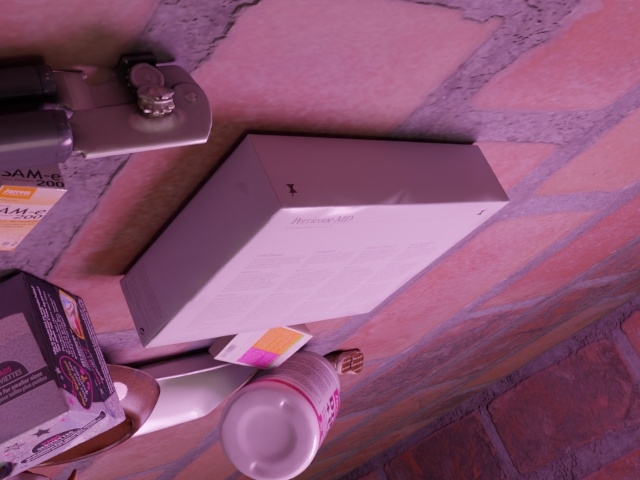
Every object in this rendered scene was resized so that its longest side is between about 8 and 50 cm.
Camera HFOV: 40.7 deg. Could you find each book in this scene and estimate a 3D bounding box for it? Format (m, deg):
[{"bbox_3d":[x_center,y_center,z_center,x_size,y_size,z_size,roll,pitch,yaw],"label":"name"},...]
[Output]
[{"bbox_3d":[-0.090,0.154,1.319,0.096,0.035,0.144,-46,146,13],"label":"book"}]

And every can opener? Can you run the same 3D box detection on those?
[{"bbox_3d":[-0.207,-0.077,0.614,0.280,0.074,0.093,-11,156,-33],"label":"can opener"}]

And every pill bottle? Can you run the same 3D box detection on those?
[{"bbox_3d":[-0.056,0.282,1.457,0.160,0.160,0.283,-30,180,13],"label":"pill bottle"}]

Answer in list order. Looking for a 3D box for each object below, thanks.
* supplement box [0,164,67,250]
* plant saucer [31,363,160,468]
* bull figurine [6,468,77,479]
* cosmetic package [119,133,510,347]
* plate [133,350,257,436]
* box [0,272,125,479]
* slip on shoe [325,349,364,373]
[{"bbox_3d":[-0.265,-0.030,0.717,0.098,0.036,0.062,-39,156,33],"label":"supplement box"},{"bbox_3d":[-0.375,0.255,1.200,0.311,0.050,0.310,-12,151,-7],"label":"plant saucer"},{"bbox_3d":[-0.511,0.390,1.290,0.311,0.101,0.188,17,141,-24],"label":"bull figurine"},{"bbox_3d":[0.000,0.000,1.010,0.377,0.097,0.284,-4,153,-45],"label":"cosmetic package"},{"bbox_3d":[-0.254,0.251,1.410,0.277,0.045,0.278,-9,154,-39],"label":"plate"},{"bbox_3d":[-0.364,0.169,0.910,0.247,0.163,0.142,-27,161,4],"label":"box"},{"bbox_3d":[0.050,0.249,1.765,0.041,0.051,0.135,10,-177,24],"label":"slip on shoe"}]
